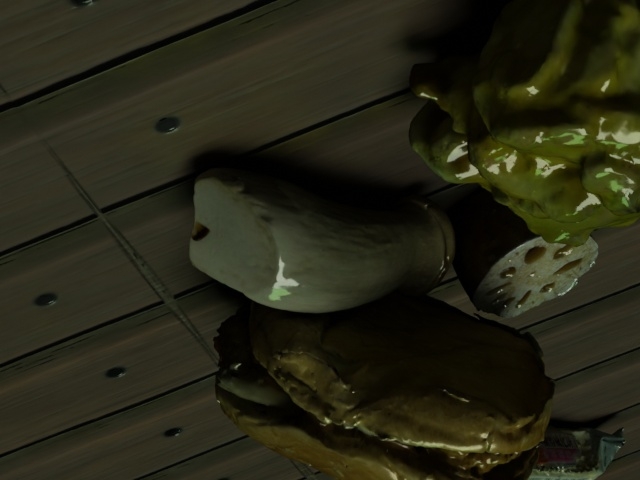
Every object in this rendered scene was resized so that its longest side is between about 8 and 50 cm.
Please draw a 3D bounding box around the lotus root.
[{"bbox_3d":[0.176,0.004,1.417,0.112,0.081,0.122,-36,146,24],"label":"lotus root"}]

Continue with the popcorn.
[{"bbox_3d":[0.194,-0.101,1.175,0.266,0.192,0.233,2,169,10],"label":"popcorn"}]

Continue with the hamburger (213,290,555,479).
[{"bbox_3d":[0.051,0.127,1.359,0.145,0.283,0.259,-69,169,20],"label":"hamburger"}]

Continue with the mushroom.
[{"bbox_3d":[0.001,0.007,1.287,0.247,0.108,0.096,6,135,-39],"label":"mushroom"}]

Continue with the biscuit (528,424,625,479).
[{"bbox_3d":[0.210,0.268,1.886,0.309,0.079,0.186,10,138,-41],"label":"biscuit"}]
